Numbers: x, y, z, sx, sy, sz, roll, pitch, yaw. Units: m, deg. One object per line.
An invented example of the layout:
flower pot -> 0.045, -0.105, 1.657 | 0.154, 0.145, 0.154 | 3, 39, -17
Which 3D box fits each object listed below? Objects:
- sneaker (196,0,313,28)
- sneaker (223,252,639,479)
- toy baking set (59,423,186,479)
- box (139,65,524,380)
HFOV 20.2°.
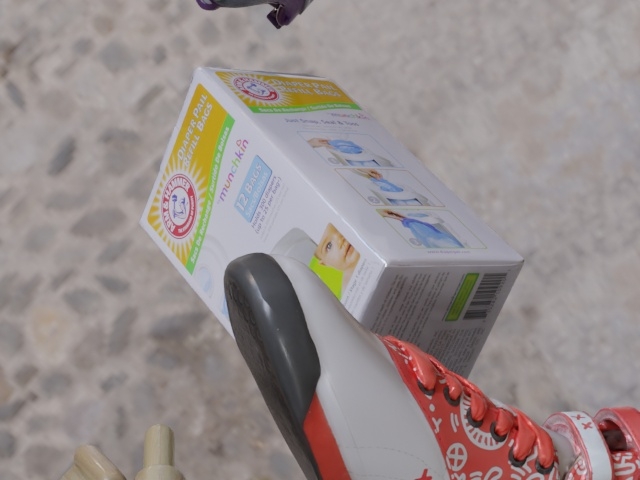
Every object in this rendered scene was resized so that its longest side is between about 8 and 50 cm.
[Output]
sneaker -> -0.060, -0.176, 1.055 | 0.098, 0.223, 0.083 | -49, 56, 20
sneaker -> 0.069, 0.090, 0.782 | 0.145, 0.270, 0.090 | -29, 24, -6
toy baking set -> -0.136, 0.212, 0.932 | 0.197, 0.030, 0.256 | -44, 27, 18
box -> 0.000, 0.000, 1.015 | 0.203, 0.103, 0.114 | 48, 125, 40
